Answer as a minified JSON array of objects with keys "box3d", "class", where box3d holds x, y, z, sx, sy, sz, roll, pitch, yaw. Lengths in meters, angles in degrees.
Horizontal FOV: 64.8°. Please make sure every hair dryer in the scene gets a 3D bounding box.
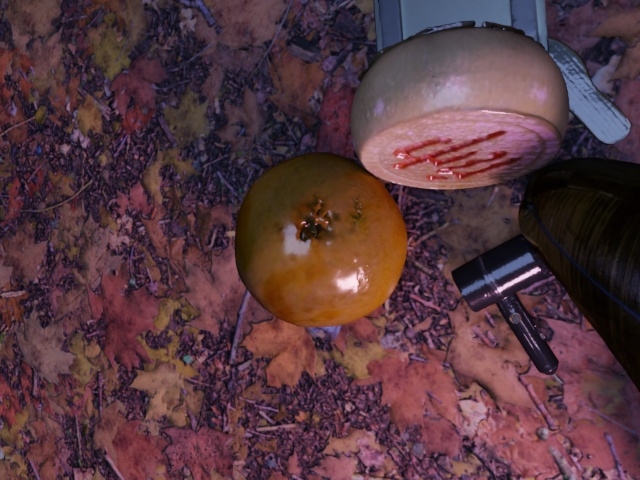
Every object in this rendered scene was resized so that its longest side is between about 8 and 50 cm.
[{"box3d":[0.298,0.109,0.732,0.125,0.071,0.219,-30,88,21],"class":"hair dryer"}]

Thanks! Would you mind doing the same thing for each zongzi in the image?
[{"box3d":[0.381,0.129,0.574,0.403,0.208,0.431,-148,57,-61],"class":"zongzi"}]

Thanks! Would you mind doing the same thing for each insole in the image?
[{"box3d":[0.365,-0.214,0.718,0.064,0.004,0.188,-40,77,20],"class":"insole"}]

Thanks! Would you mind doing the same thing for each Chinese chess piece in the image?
[{"box3d":[0.174,-0.157,0.657,0.270,0.270,0.111,-3,75,23],"class":"Chinese chess piece"}]

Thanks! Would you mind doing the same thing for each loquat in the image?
[{"box3d":[0.000,0.000,0.759,0.263,0.263,0.262,1,93,22],"class":"loquat"}]

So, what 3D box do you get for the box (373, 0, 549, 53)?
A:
[{"box3d":[0.196,-0.322,0.719,0.225,0.117,0.224,-5,90,24],"class":"box"}]
